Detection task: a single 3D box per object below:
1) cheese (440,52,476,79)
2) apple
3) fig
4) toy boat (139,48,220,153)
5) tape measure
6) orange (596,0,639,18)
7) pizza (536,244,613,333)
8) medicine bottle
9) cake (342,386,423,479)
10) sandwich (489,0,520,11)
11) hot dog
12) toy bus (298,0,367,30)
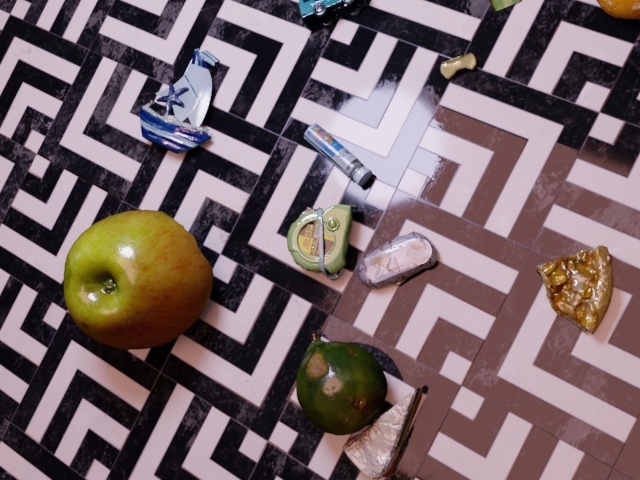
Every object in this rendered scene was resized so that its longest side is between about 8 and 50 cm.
[{"bbox_3d":[0.321,-0.405,1.582,0.083,0.030,0.044,-16,97,10],"label":"cheese"},{"bbox_3d":[-0.430,0.089,1.602,0.340,0.339,0.339,-3,80,18],"label":"apple"},{"bbox_3d":[0.034,0.301,1.498,0.195,0.195,0.245,-44,34,7],"label":"fig"},{"bbox_3d":[-0.376,-0.365,1.788,0.210,0.070,0.291,0,77,13],"label":"toy boat"},{"bbox_3d":[0.000,0.000,1.587,0.154,0.087,0.177,8,85,7],"label":"tape measure"},{"bbox_3d":[0.664,-0.559,1.432,0.178,0.155,0.177,-7,66,16],"label":"orange"},{"bbox_3d":[0.527,0.084,1.414,0.161,0.062,0.182,23,90,22],"label":"pizza"},{"bbox_3d":[0.040,-0.206,1.629,0.191,0.051,0.051,43,96,18],"label":"medicine bottle"},{"bbox_3d":[0.159,0.426,1.463,0.220,0.086,0.116,-39,71,9],"label":"cake"},{"bbox_3d":[0.420,-0.608,1.595,0.074,0.074,0.116,-18,43,15],"label":"sandwich"},{"bbox_3d":[0.169,0.048,1.544,0.192,0.053,0.099,-28,72,15],"label":"hot dog"},{"bbox_3d":[0.025,-0.594,1.684,0.160,0.079,0.091,-20,76,13],"label":"toy bus"}]
